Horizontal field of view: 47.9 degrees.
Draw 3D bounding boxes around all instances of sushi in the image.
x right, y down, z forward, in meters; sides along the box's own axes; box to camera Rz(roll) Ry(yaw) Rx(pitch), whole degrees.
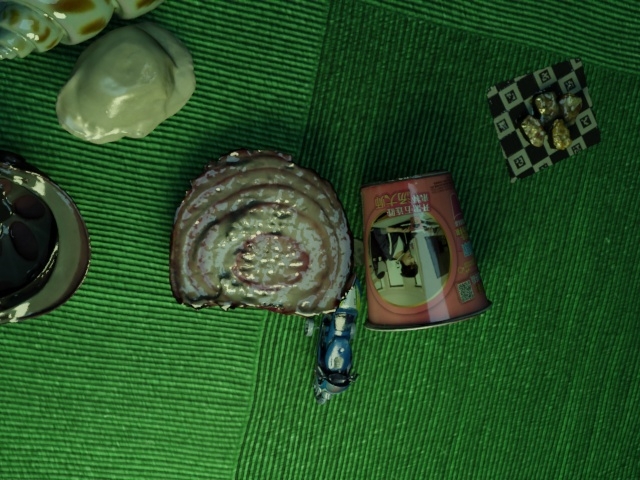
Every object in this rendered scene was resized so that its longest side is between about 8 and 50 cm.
[{"bbox_3d":[0.436,-0.232,1.370,0.210,0.040,0.193,-22,103,-9],"label":"sushi"}]

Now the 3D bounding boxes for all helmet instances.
[{"bbox_3d":[-0.528,-0.022,1.102,0.338,0.197,0.271,7,106,-21],"label":"helmet"}]

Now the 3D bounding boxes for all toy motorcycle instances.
[{"bbox_3d":[0.027,0.183,1.293,0.092,0.135,0.255,8,97,-14],"label":"toy motorcycle"}]

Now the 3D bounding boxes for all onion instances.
[{"bbox_3d":[-0.089,-0.007,1.241,0.314,0.146,0.280,7,83,2],"label":"onion"}]

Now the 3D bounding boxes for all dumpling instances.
[{"bbox_3d":[-0.308,-0.248,1.153,0.162,0.132,0.250,48,66,-12],"label":"dumpling"}]

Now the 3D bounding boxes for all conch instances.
[{"bbox_3d":[-0.348,-0.412,1.086,0.368,0.197,0.249,-46,126,4],"label":"conch"}]

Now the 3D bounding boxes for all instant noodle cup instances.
[{"bbox_3d":[0.169,0.012,1.265,0.243,0.244,0.255,-10,93,-11],"label":"instant noodle cup"}]

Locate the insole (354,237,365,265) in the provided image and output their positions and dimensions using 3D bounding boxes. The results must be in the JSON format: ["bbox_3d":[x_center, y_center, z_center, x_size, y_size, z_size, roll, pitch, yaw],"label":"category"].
[{"bbox_3d":[0.000,0.000,1.325,0.193,0.006,0.065,19,94,-15],"label":"insole"}]
